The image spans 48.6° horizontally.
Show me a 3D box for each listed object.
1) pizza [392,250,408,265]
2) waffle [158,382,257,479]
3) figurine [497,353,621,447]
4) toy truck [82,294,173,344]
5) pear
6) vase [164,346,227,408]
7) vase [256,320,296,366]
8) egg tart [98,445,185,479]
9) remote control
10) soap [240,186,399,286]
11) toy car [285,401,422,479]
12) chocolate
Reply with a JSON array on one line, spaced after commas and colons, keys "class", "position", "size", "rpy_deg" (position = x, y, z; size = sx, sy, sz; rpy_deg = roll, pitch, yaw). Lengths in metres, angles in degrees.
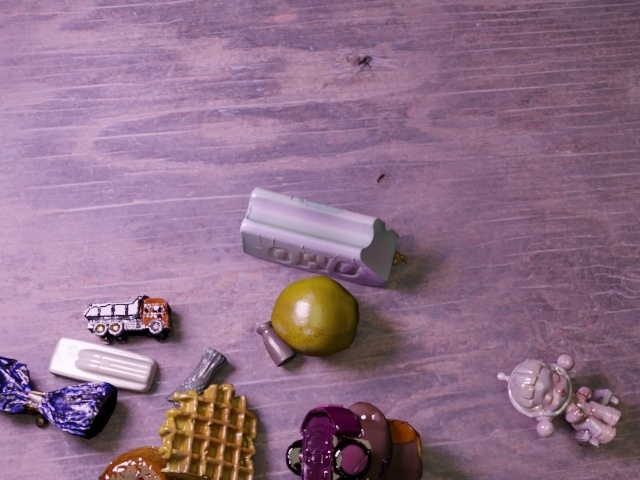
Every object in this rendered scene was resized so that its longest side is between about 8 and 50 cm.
[{"class": "pizza", "position": [0.173, 0.041, 1.726], "size": [0.083, 0.016, 0.037], "rpy_deg": [14, 77, 0]}, {"class": "waffle", "position": [-0.232, 0.395, 1.490], "size": [0.229, 0.057, 0.219], "rpy_deg": [29, 50, -31]}, {"class": "figurine", "position": [0.529, 0.346, 1.589], "size": [0.257, 0.144, 0.181], "rpy_deg": [31, 92, 5]}, {"class": "toy truck", "position": [-0.432, 0.180, 1.606], "size": [0.192, 0.083, 0.092], "rpy_deg": [-2, 66, -3]}, {"class": "pear", "position": [-0.008, 0.167, 1.582], "size": [0.198, 0.198, 0.198], "rpy_deg": [1, 71, -3]}, {"class": "vase", "position": [-0.269, 0.311, 1.578], "size": [0.081, 0.081, 0.148], "rpy_deg": [32, 69, 7]}, {"class": "vase", "position": [-0.103, 0.235, 1.624], "size": [0.053, 0.053, 0.100], "rpy_deg": [-32, 71, -13]}, {"class": "egg tart", "position": [-0.379, 0.522, 1.459], "size": [0.203, 0.147, 0.202], "rpy_deg": [0, 70, -1]}, {"class": "remote control", "position": [-0.487, 0.278, 1.587], "size": [0.230, 0.049, 0.090], "rpy_deg": [12, 68, 2]}, {"class": "soap", "position": [0.000, 0.000, 1.629], "size": [0.347, 0.208, 0.115], "rpy_deg": [14, 73, 1]}, {"class": "toy car", "position": [0.078, 0.505, 1.458], "size": [0.240, 0.271, 0.340], "rpy_deg": [10, 73, -21]}, {"class": "chocolate", "position": [-0.618, 0.338, 1.528], "size": [0.344, 0.126, 0.148], "rpy_deg": [14, 115, 5]}]
